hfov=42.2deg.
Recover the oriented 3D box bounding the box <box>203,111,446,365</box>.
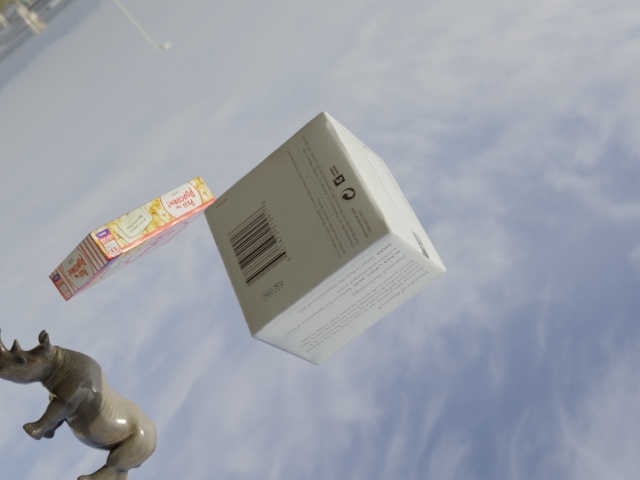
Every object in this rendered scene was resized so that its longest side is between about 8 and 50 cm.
[{"bbox_3d":[0.000,0.000,0.869,0.182,0.119,0.181,-38,-128,16],"label":"box"}]

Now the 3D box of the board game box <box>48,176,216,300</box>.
[{"bbox_3d":[-0.250,-0.004,1.110,0.193,0.045,0.147,-35,-179,-43],"label":"board game box"}]

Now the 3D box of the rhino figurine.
[{"bbox_3d":[-0.292,0.191,0.974,0.106,0.243,0.073,-43,-168,-12],"label":"rhino figurine"}]
